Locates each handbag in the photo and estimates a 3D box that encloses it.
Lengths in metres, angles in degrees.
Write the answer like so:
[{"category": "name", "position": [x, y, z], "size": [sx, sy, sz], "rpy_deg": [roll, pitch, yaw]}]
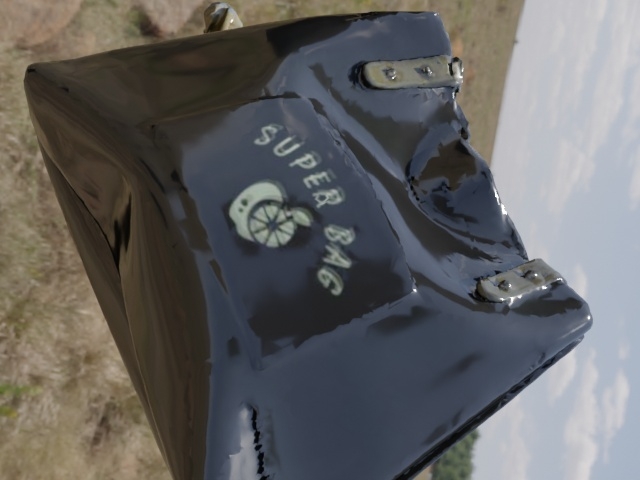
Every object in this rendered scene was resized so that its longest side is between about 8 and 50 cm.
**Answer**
[{"category": "handbag", "position": [0.000, 0.000, 0.560], "size": [0.152, 0.288, 0.342], "rpy_deg": [115, -48, -72]}]

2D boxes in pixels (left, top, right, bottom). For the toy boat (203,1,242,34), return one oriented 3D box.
[{"category": "toy boat", "position": [-0.148, -0.140, 0.992], "size": [0.321, 0.089, 0.121], "rpy_deg": [-46, -154, 48]}]
